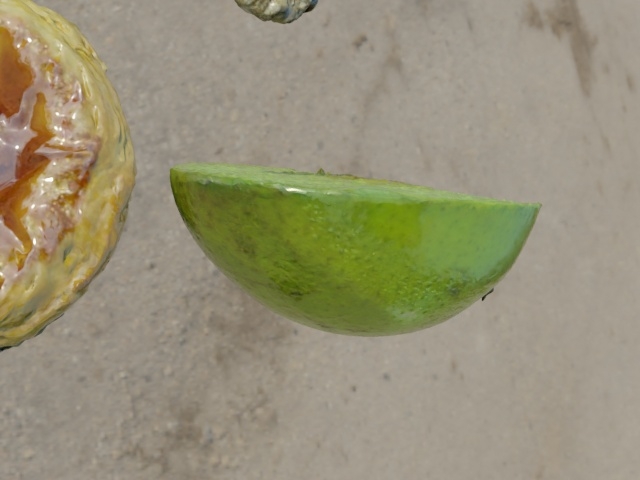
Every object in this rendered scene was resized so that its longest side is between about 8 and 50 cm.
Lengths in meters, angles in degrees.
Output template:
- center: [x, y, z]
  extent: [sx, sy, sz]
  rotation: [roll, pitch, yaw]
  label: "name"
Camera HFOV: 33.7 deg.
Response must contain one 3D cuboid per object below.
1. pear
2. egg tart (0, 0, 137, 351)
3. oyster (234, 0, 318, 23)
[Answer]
- center: [-0.004, 0.003, 0.846]
  extent: [0.239, 0.288, 0.139]
  rotation: [13, 89, -52]
  label: "pear"
- center: [-0.418, -0.075, 1.130]
  extent: [0.178, 0.443, 0.443]
  rotation: [133, -48, -74]
  label: "egg tart"
- center: [-0.019, -0.180, 0.720]
  extent: [0.038, 0.083, 0.080]
  rotation: [58, 9, 29]
  label: "oyster"
